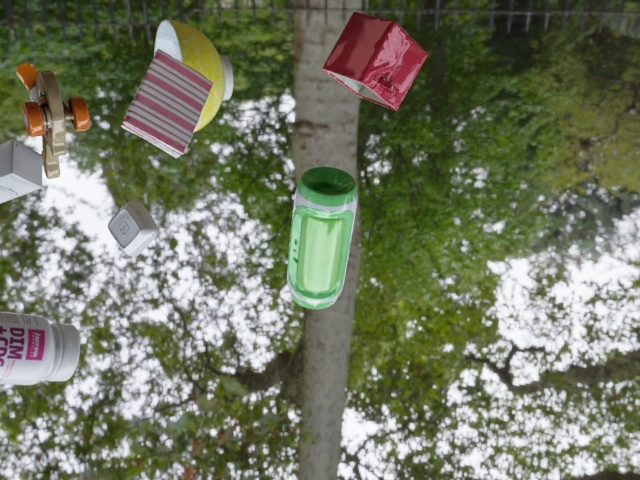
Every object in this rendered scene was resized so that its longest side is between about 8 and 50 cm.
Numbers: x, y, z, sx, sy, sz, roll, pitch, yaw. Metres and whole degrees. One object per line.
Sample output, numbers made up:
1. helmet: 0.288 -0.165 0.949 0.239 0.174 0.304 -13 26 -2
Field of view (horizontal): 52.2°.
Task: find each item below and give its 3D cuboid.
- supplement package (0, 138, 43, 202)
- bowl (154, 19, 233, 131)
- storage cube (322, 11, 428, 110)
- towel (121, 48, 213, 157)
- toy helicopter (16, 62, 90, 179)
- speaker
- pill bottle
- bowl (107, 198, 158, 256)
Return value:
1. supplement package: -0.836 -0.175 1.716 0.179 0.105 0.105 -17 156 18
2. bowl: -0.317 -0.418 1.684 0.156 0.289 0.289 -9 -155 -25
3. storage cube: 0.161 -0.521 1.900 0.184 0.193 0.215 26 -175 -44
4. towel: -0.325 -0.293 1.395 0.144 0.197 0.029 30 161 -31
5. toy helicopter: -0.712 -0.298 1.701 0.140 0.355 0.235 -16 -116 -30
6. speaker: 0.000 0.000 1.364 0.131 0.296 0.131 5 -143 -4
7. pill bottle: -0.705 0.242 1.469 0.283 0.160 0.160 14 -170 -42
8. bowl: -0.562 -0.036 1.923 0.142 0.142 0.053 53 -158 12
